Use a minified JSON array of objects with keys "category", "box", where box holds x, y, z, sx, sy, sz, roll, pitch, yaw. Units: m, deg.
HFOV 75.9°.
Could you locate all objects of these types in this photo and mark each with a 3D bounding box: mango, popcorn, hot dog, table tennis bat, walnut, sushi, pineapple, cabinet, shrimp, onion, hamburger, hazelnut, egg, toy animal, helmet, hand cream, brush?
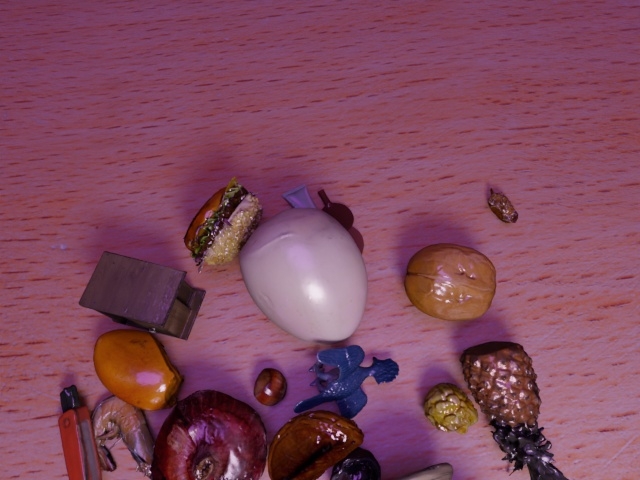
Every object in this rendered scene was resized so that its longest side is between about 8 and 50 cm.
[{"category":"mango","box":[-0.440,0.299,0.984,0.252,0.126,0.154,32,59,15]},{"category":"popcorn","box":[0.292,0.388,0.939,0.106,0.121,0.116,-39,59,21]},{"category":"hot dog","box":[-0.013,0.441,0.876,0.227,0.160,0.099,-37,38,16]},{"category":"table tennis bat","box":[0.035,-0.087,1.193,0.098,0.019,0.154,-22,64,-16]},{"category":"walnut","box":[0.322,0.102,1.027,0.226,0.193,0.193,3,67,-1]},{"category":"sushi","box":[0.520,-0.098,1.172,0.061,0.060,0.118,-39,70,-9]},{"category":"pineapple","box":[0.436,0.403,0.919,0.169,0.169,0.340,-15,79,-5]},{"category":"cabinet","box":[-0.432,0.146,1.023,0.215,0.174,0.148,13,67,6]},{"category":"shrimp","box":[-0.450,0.479,0.952,0.143,0.052,0.251,-42,65,-3]},{"category":"onion","box":[-0.235,0.446,0.865,0.252,0.219,0.251,1,75,-3]},{"category":"hamburger","box":[-0.248,-0.029,1.066,0.139,0.243,0.261,36,76,-5]},{"category":"hazelnut","box":[-0.119,0.352,0.983,0.086,0.086,0.086,0,66,1]},{"category":"egg","box":[-0.030,0.084,0.986,0.283,0.283,0.345,-34,87,-13]},{"category":"toy animal","box":[0.056,0.323,0.944,0.176,0.239,0.255,8,27,36]},{"category":"helmet","box":[0.071,0.511,0.907,0.123,0.070,0.098,-38,101,0]},{"category":"table tennis bat","box":[0.000,0.000,1.163,0.247,0.022,0.138,13,64,5]},{"category":"hand cream","box":[-0.037,-0.087,1.177,0.078,0.049,0.204,-27,53,-9]},{"category":"brush","box":[-0.541,0.489,0.933,0.070,0.051,0.323,-34,66,21]}]

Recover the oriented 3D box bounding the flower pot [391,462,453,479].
[{"category":"flower pot","box":[0.198,0.586,0.774,0.308,0.307,0.244,-15,51,-5]}]
